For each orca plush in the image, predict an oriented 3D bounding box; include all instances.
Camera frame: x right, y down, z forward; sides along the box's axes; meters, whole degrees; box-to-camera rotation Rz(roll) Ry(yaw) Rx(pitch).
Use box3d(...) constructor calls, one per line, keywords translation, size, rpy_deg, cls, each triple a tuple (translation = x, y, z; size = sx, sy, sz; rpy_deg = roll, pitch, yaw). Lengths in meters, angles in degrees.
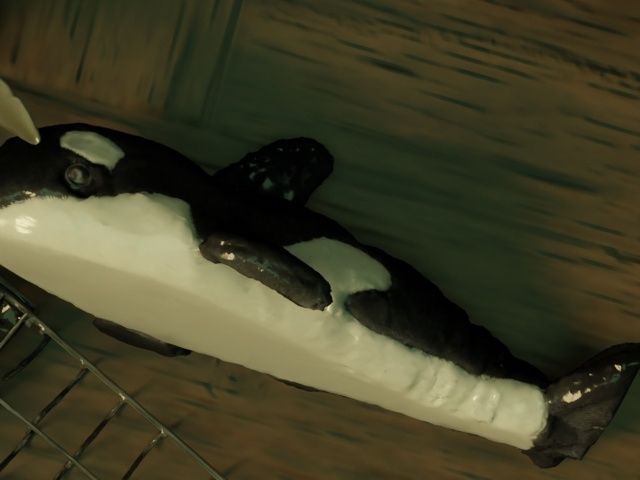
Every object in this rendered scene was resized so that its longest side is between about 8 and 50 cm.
box3d(translation=(0.000, 0.000, 0.791), size=(0.287, 0.151, 0.102), rpy_deg=(16, 71, -3), cls="orca plush")

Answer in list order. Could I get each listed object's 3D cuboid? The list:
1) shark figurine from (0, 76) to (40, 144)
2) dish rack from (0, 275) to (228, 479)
box3d(translation=(-0.254, -0.019, 0.765), size=(0.278, 0.166, 0.116), rpy_deg=(-17, 86, -8), cls="shark figurine")
box3d(translation=(-0.133, 0.138, 0.819), size=(0.271, 0.074, 0.208), rpy_deg=(40, 91, -1), cls="dish rack")
